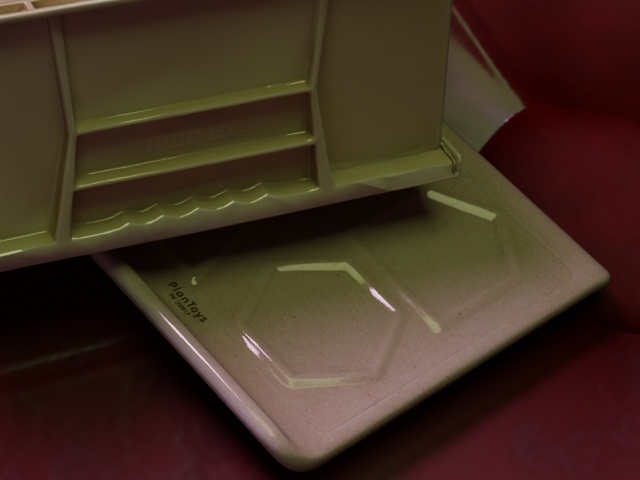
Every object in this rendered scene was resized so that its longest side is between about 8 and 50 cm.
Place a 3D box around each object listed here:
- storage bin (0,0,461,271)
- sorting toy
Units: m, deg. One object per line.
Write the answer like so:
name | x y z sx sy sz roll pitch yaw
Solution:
storage bin | -0.105 -0.124 0.830 0.260 0.123 0.262 -13 41 -20
sorting toy | 0.000 0.000 0.838 0.208 0.038 0.193 -26 59 -34
